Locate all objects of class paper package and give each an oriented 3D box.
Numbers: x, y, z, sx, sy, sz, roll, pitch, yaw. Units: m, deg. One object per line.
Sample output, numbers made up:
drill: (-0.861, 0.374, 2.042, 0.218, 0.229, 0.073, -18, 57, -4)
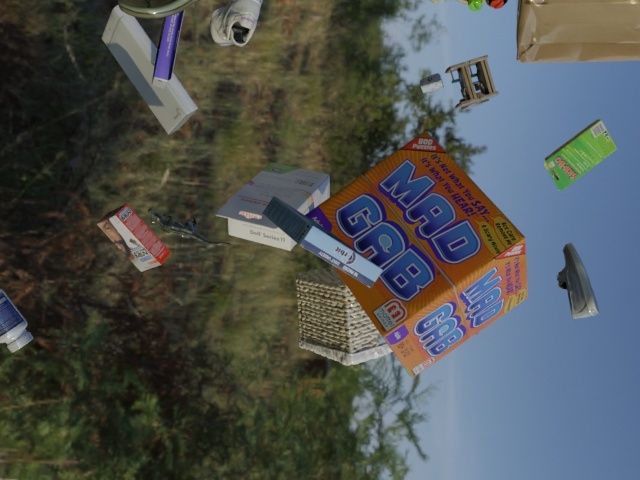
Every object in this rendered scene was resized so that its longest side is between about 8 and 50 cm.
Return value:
paper package: (0.587, -0.539, 1.488, 0.168, 0.310, 0.324, 80, 17, -45)

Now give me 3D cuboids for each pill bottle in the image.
pill bottle: (-0.630, 0.161, 1.361, 0.120, 0.067, 0.067, 57, 8, -10)

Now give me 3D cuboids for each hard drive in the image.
hard drive: (-0.513, -0.500, 2.033, 0.353, 0.047, 0.233, 55, -26, -9)

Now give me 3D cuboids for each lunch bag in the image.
lunch bag: (0.365, -0.516, 2.243, 0.083, 0.071, 0.053, -48, 121, -70)

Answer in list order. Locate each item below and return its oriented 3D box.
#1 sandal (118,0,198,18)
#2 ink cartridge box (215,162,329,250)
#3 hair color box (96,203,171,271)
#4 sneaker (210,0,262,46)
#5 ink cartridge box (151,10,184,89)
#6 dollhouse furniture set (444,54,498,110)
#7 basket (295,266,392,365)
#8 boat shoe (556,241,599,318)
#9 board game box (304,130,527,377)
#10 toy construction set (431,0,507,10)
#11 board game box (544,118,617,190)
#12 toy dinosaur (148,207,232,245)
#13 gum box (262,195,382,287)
sandal: (-0.282, -0.551, 1.435, 0.086, 0.303, 0.120, 73, -2, -47)
ink cartridge box: (-0.133, -0.089, 1.981, 0.353, 0.207, 0.119, -49, 148, -51)
hair color box: (-0.464, -0.005, 1.701, 0.167, 0.093, 0.053, 52, 46, -21)
sneaker: (-0.282, -0.671, 2.158, 0.305, 0.114, 0.152, -20, -119, 63)
ink cartridge box: (-0.399, -0.512, 1.784, 0.208, 0.045, 0.206, -166, -93, -71)
dollhouse furniture set: (0.469, -0.497, 2.201, 0.184, 0.129, 0.129, -147, -140, -87)
basket: (0.128, 0.228, 2.286, 0.331, 0.328, 0.266, 7, -74, 57)
boat shoe: (0.669, 0.106, 1.817, 0.079, 0.081, 0.227, 45, 32, -43)
board game box: (0.233, 0.044, 1.621, 0.356, 0.356, 0.356, 54, 0, 30)
toy construction set: (0.294, -0.585, 1.458, 0.328, 0.215, 0.151, 26, 67, -76)
board game box: (0.882, -0.290, 2.336, 0.124, 0.259, 0.039, 56, -9, -14)
toy dinosaur: (-0.398, -0.035, 1.999, 0.118, 0.268, 0.064, 38, -75, 55)
gum box: (0.000, 0.000, 1.162, 0.041, 0.157, 0.184, -56, -151, 3)
